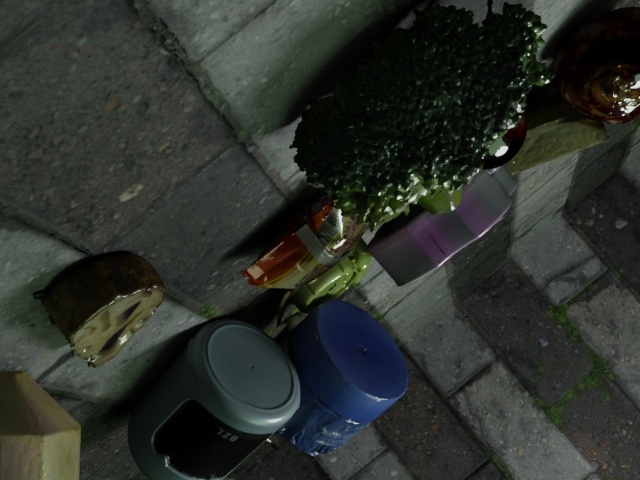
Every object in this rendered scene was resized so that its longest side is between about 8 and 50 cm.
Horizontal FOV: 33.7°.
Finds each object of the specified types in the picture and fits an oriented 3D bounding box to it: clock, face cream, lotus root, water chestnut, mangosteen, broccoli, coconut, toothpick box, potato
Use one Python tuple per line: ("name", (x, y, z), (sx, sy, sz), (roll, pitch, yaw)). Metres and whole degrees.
("clock", (-0.005, 0.086, 2.131), (0.232, 0.069, 0.170), (-34, 164, -17))
("face cream", (0.017, 0.281, 2.152), (0.225, 0.249, 0.249), (-44, 164, 30))
("lotus root", (-0.297, 0.095, 1.478), (0.170, 0.074, 0.261), (-40, 166, -7))
("water chestnut", (0.552, -0.337, 1.989), (0.223, 0.238, 0.224), (-5, 140, -4))
("clock", (0.251, -0.054, 2.065), (0.338, 0.102, 0.338), (-39, -175, 4))
("mangosteen", (0.264, -0.212, 1.746), (0.200, 0.200, 0.200), (-36, 165, -11))
("broccoli", (0.122, -0.133, 1.507), (0.353, 0.275, 0.397), (0, 157, -22))
("coconut", (-0.449, 0.300, 1.453), (0.259, 0.259, 0.259), (-36, 165, -11))
("toothpick box", (-0.226, 0.333, 2.054), (0.355, 0.263, 0.263), (-48, 163, 32))
("potato", (0.434, -0.214, 2.179), (0.255, 0.112, 0.269), (-28, -170, 6))

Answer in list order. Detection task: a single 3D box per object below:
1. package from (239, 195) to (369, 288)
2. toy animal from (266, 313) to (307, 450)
("package", (-0.005, 0.004, 1.833), (0.223, 0.108, 0.288), (-42, 167, 19))
("toy animal", (-0.118, 0.364, 2.445), (0.344, 0.194, 0.303), (-31, 159, -7))
